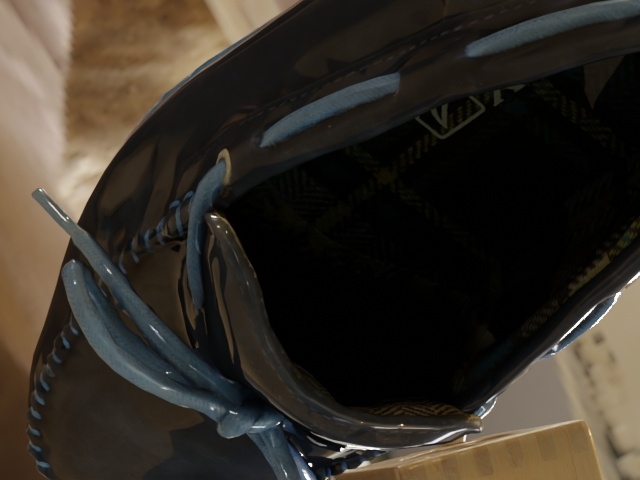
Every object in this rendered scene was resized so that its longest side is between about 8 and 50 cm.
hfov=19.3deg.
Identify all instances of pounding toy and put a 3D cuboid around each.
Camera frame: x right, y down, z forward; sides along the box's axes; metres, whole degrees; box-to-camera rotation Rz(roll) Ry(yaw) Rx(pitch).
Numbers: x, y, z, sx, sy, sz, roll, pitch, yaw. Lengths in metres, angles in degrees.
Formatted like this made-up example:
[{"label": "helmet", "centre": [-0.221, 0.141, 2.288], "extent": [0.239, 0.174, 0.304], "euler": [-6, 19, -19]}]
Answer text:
[{"label": "pounding toy", "centre": [0.050, 0.129, 0.823], "extent": [0.206, 0.094, 0.181], "euler": [144, -67, -75]}]

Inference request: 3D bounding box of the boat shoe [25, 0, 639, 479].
[{"label": "boat shoe", "centre": [0.000, 0.000, 0.391], "extent": [0.109, 0.258, 0.089], "euler": [30, 44, -11]}]
